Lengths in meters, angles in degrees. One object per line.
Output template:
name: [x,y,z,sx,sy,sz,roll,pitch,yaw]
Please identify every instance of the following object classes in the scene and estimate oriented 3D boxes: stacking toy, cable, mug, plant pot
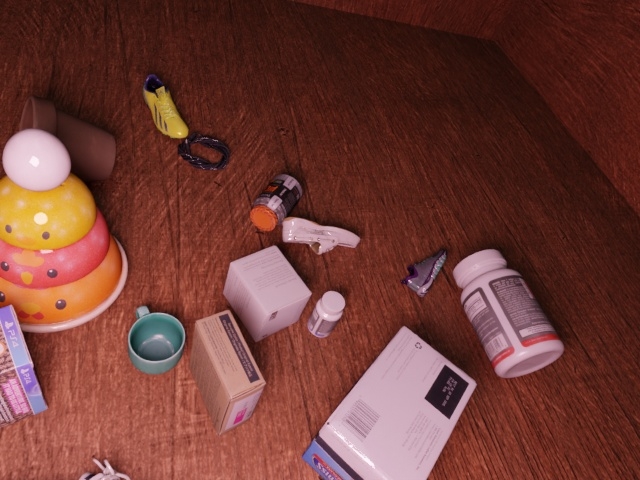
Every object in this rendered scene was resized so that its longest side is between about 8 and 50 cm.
stacking toy: [-0.621,-0.049,1.049,0.350,0.480,0.351,11,48,-12]
cable: [-0.408,-0.309,1.656,0.184,0.047,0.150,36,48,10]
mug: [-0.396,0.245,1.147,0.129,0.097,0.158,9,48,-13]
plant pot: [-0.740,-0.265,1.381,0.229,0.263,0.263,6,46,-42]

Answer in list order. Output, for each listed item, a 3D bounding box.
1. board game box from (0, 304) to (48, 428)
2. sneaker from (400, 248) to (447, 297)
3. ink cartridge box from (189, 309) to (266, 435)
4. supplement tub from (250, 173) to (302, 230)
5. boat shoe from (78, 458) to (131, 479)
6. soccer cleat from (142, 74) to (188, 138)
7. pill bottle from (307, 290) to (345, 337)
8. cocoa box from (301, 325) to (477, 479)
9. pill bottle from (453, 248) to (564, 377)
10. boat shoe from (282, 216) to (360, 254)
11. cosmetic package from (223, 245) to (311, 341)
board game box: [-0.710,0.285,0.896,0.290,0.232,0.141,-19,60,-34]
sneaker: [0.353,0.087,1.593,0.098,0.083,0.224,30,47,12]
ink cartridge box: [-0.219,0.303,1.071,0.088,0.235,0.193,-17,59,-31]
supplement tub: [-0.147,-0.123,1.551,0.116,0.117,0.190,28,46,4]
boat shoe: [-0.436,0.495,0.906,0.366,0.136,0.157,0,48,-9]
soccer cleat: [-0.562,-0.480,1.692,0.093,0.121,0.289,-20,61,-34]
pill bottle: [0.017,0.205,1.316,0.078,0.137,0.078,11,48,-13]
cocoa box: [0.163,0.428,1.119,0.231,0.228,0.347,38,48,14]
pill bottle: [0.569,0.220,1.472,0.210,0.210,0.363,-1,52,-22]
boat shoe: [0.000,0.000,1.529,0.276,0.098,0.096,12,76,-23]
cosmetic package: [-0.150,0.145,1.294,0.151,0.151,0.184,-23,63,-35]
